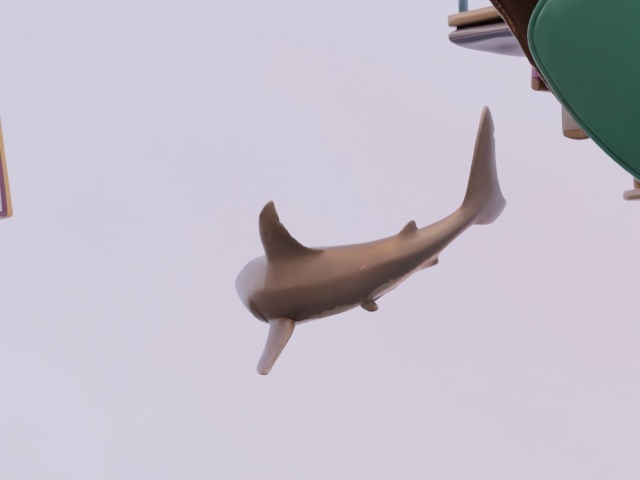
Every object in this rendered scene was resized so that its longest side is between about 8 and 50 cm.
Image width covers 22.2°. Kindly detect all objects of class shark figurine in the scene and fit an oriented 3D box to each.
[{"bbox_3d":[0.014,0.001,1.281,0.278,0.166,0.116,-23,-70,29],"label":"shark figurine"}]

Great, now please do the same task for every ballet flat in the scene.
[{"bbox_3d":[0.142,-0.156,0.889,0.316,0.106,0.107,51,-49,9],"label":"ballet flat"}]

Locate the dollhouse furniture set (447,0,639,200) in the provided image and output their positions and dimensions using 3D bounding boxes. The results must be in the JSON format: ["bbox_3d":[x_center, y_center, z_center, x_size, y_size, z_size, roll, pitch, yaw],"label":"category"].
[{"bbox_3d":[0.243,-0.141,1.621,0.303,0.198,0.286,1,-3,-39],"label":"dollhouse furniture set"}]

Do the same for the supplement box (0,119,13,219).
[{"bbox_3d":[-0.338,-0.065,1.332,0.081,0.188,0.104,-11,-95,20],"label":"supplement box"}]
